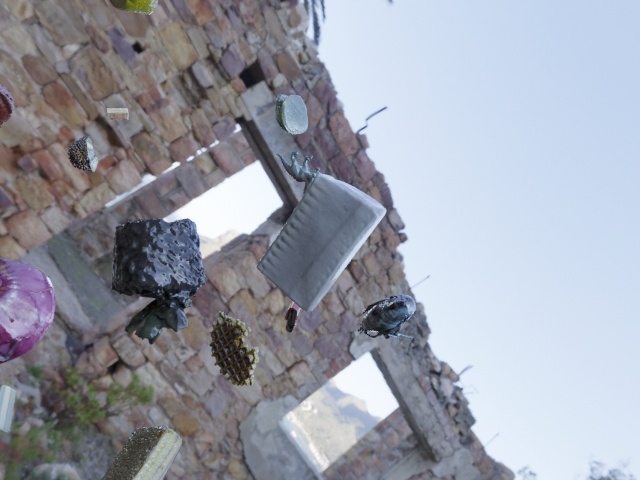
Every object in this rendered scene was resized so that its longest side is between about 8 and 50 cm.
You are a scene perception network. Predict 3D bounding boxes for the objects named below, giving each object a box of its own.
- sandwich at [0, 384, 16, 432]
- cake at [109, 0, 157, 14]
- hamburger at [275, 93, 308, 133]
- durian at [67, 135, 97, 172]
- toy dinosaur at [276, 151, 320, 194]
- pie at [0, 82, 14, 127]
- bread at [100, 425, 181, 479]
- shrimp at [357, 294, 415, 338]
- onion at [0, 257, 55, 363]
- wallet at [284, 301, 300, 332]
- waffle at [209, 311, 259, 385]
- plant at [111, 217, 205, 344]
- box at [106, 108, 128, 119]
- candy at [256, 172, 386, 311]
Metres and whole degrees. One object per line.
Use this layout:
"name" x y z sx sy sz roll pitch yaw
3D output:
"sandwich" -1.178 0.620 1.711 0.163 0.113 0.079 12 -34 38
"cake" -0.629 -0.876 1.518 0.179 0.156 0.261 -24 -98 52
"hamburger" -0.101 -0.436 1.597 0.062 0.133 0.140 0 -86 43
"durian" -0.688 -0.239 1.327 0.140 0.071 0.111 -130 -149 -54
"toy dinosaur" -0.100 -0.283 1.885 0.242 0.167 0.053 22 1 20
"pie" -0.782 -0.302 1.019 0.050 0.182 0.182 58 -11 15
"bread" -0.549 0.692 1.403 0.184 0.234 0.111 -19 -64 32
"shrimp" 0.236 0.296 1.641 0.172 0.137 0.372 63 -20 17
"onion" -0.598 0.134 0.817 0.207 0.201 0.200 33 2 -34
"wallet" -0.078 0.229 1.735 0.045 0.204 0.142 20 -48 7
"waffle" -0.286 0.364 1.523 0.228 0.051 0.232 22 -68 34
"plant" -0.411 0.103 1.179 0.215 0.213 0.313 -15 -98 50
"box" -0.611 -0.380 1.388 0.093 0.058 0.015 180 -94 -67
"candy" 0.003 0.001 1.294 0.208 0.359 0.145 38 16 13
